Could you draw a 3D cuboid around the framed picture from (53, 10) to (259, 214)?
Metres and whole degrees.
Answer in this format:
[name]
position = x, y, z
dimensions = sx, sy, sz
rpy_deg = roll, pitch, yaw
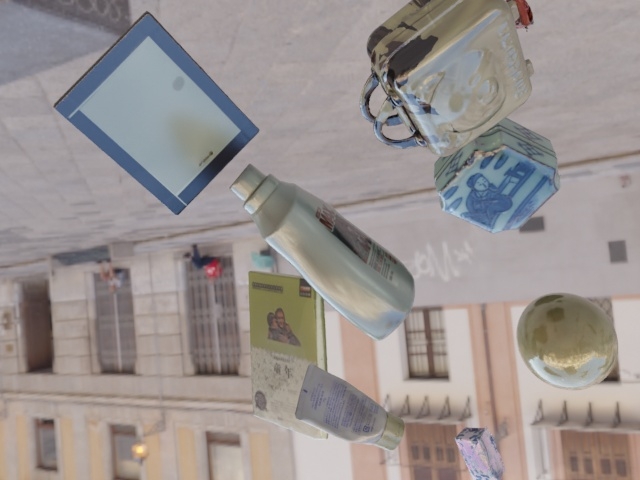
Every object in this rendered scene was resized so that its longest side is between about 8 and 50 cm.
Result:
[framed picture]
position = -0.321, -0.246, 1.438
dimensions = 0.347, 0.265, 0.016
rpy_deg = 44, 177, -35

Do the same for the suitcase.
[suitcase]
position = 0.242, -0.315, 1.400
dimensions = 0.339, 0.194, 0.351
rpy_deg = -35, 147, 7

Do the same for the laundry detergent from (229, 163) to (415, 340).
[laundry detergent]
position = 0.000, 0.000, 1.366
dimensions = 0.125, 0.398, 0.264
rpy_deg = -48, -172, 21

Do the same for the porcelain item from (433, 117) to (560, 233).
[porcelain item]
position = 0.468, -0.169, 1.882
dimensions = 0.286, 0.157, 0.281
rpy_deg = 24, 131, -16

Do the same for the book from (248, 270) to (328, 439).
[book]
position = -0.078, 0.248, 1.561
dimensions = 0.035, 0.352, 0.239
rpy_deg = -8, -172, -43

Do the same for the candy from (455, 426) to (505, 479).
[candy]
position = 0.468, 0.626, 2.055
dimensions = 0.092, 0.160, 0.073
rpy_deg = -17, -168, 42

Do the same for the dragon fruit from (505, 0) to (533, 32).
[dragon fruit]
position = 0.537, -0.598, 1.944
dimensions = 0.122, 0.092, 0.192
rpy_deg = -52, 170, 17

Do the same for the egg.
[egg]
position = 0.490, 0.197, 1.419
dimensions = 0.186, 0.186, 0.242
rpy_deg = -5, -160, -1

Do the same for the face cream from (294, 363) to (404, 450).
[face cream]
position = 0.055, 0.334, 1.372
dimensions = 0.224, 0.114, 0.070
rpy_deg = 28, 146, -18
